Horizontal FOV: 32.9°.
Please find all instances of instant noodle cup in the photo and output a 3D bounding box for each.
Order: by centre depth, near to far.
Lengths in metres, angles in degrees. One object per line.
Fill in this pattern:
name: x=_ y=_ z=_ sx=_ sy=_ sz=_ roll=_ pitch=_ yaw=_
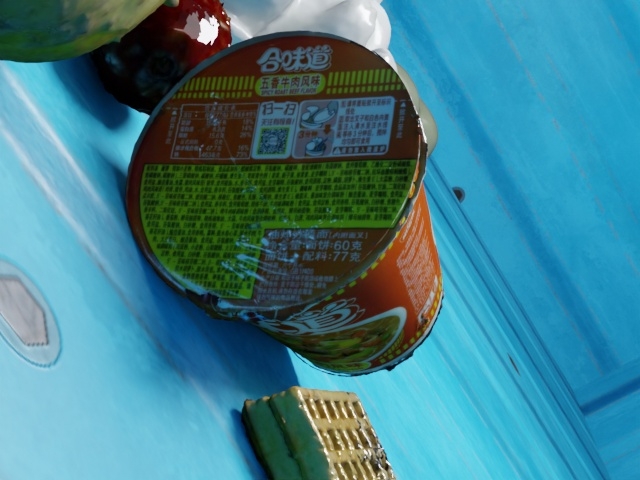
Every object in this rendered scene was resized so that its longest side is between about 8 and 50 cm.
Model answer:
instant noodle cup: x=0.000 y=0.000 z=0.722 sx=0.193 sy=0.193 sz=0.212 roll=67 pitch=6 yaw=30

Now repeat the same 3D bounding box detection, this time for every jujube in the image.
jujube: x=-0.108 y=-0.144 z=0.751 sx=0.104 sy=0.104 sz=0.166 roll=54 pitch=13 yaw=-27

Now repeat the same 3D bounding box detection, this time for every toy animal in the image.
toy animal: x=-0.065 y=-0.231 z=0.982 sx=0.265 sy=0.206 sz=0.272 roll=33 pitch=47 yaw=-40

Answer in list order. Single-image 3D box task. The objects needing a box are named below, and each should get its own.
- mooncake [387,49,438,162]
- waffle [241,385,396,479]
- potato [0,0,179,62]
mooncake: x=0.073 y=-0.218 z=1.643 sx=0.275 sy=0.135 sz=0.275 roll=57 pitch=8 yaw=-12
waffle: x=0.007 y=0.144 z=0.688 sx=0.103 sy=0.042 sz=0.148 roll=64 pitch=11 yaw=17
potato: x=-0.147 y=-0.190 z=0.516 sx=0.229 sy=0.229 sz=0.266 roll=56 pitch=28 yaw=-23
